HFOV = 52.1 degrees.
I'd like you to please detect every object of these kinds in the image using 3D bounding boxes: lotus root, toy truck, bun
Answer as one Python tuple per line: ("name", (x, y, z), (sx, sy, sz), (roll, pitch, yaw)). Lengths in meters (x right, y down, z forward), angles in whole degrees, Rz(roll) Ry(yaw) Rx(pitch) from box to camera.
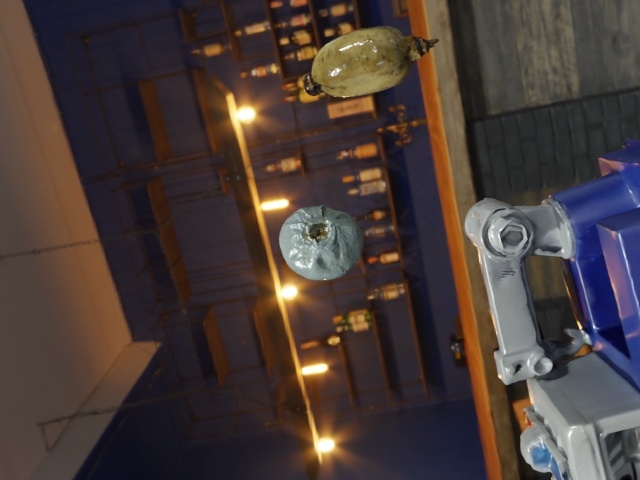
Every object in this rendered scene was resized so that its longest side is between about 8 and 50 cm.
("lotus root", (0.050, -0.192, 0.693), (0.072, 0.151, 0.063), (56, -149, -47))
("toy truck", (0.182, 0.058, 0.335), (0.161, 0.177, 0.213), (-82, -26, -80))
("bun", (0.000, 0.000, 0.630), (0.045, 0.083, 0.083), (82, 180, -63))
